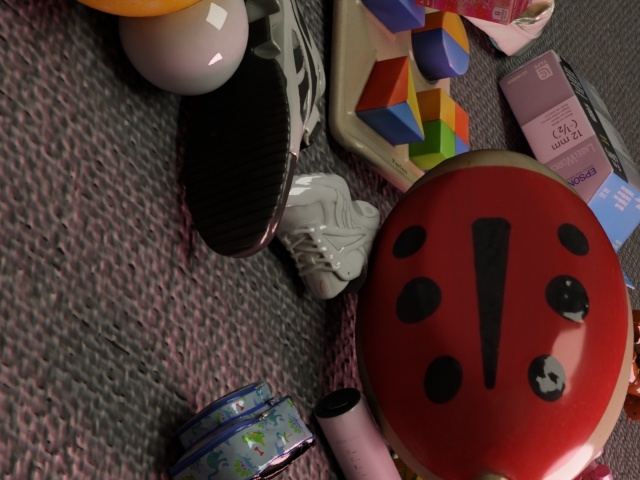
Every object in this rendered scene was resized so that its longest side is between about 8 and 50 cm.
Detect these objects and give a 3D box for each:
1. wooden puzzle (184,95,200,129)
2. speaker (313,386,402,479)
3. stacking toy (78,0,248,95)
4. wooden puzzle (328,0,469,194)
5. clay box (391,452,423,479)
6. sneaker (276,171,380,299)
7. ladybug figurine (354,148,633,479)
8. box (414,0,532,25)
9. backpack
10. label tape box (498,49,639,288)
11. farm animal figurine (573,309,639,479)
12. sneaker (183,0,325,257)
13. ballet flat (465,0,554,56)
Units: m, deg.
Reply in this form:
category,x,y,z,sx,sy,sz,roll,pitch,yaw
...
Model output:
category,x,y,z,sx,sy,sz,roll,pitch,yaw
wooden puzzle,-0.110,-0.128,1.364,0.049,0.006,0.083,62,30,-28
speaker,0.042,0.223,1.455,0.136,0.055,0.055,65,29,-22
stacking toy,-0.155,-0.296,1.105,0.480,0.351,0.350,76,20,-46
wooden puzzle,0.114,-0.223,1.768,0.322,0.080,0.348,32,51,-55
clay box,0.098,0.336,1.517,0.127,0.053,0.222,66,29,-22
sneaker,0.000,0.000,1.438,0.232,0.090,0.115,25,60,-57
ladybug figurine,0.186,0.071,1.486,0.162,0.305,0.449,81,8,-52
box,0.208,-0.408,1.688,0.122,0.128,0.257,-42,144,-60
backpack,-0.076,0.179,1.191,0.084,0.105,0.114,55,27,5
label tape box,0.442,-0.111,2.232,0.249,0.115,0.347,21,41,-60
farm animal figurine,0.224,0.199,1.598,0.330,0.327,0.172,-40,150,-22
sneaker,-0.046,-0.124,1.340,0.146,0.122,0.330,36,49,-51
ballet flat,0.290,-0.379,2.132,0.400,0.139,0.139,15,65,-61
